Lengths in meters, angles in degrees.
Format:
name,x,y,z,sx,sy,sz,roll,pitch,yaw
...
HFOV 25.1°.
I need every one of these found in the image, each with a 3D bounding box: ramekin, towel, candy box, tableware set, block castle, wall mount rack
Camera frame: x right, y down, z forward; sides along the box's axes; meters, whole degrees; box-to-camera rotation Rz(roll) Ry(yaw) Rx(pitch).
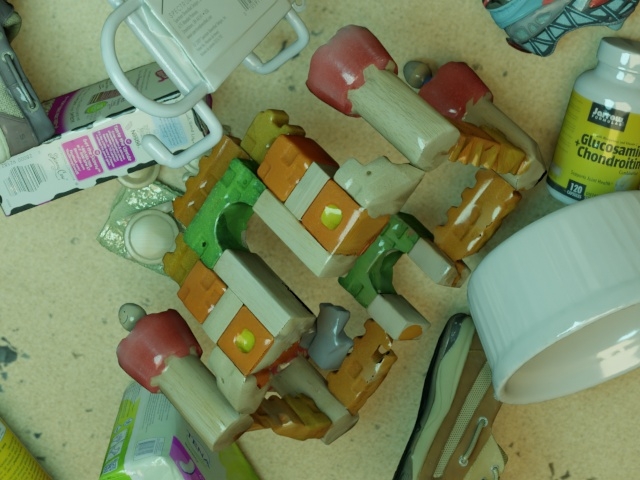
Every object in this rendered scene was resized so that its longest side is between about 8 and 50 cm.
name,x,y,z,sx,sy,sz,roll,pitch,yaw
ramekin,0.296,0.061,1.586,0.277,0.277,0.135,-25,67,8
towel,-0.176,-0.009,1.673,0.148,0.027,0.110,25,110,-11
candy box,-0.237,-0.119,1.557,0.233,0.159,0.071,-19,113,6
tableware set,-0.163,-0.054,1.635,0.141,0.020,0.169,-8,94,-8
block castle,0.000,0.000,1.540,0.213,0.303,0.453,45,110,27
wall mount rack,-0.168,-0.248,1.402,0.130,0.350,0.304,-27,107,40

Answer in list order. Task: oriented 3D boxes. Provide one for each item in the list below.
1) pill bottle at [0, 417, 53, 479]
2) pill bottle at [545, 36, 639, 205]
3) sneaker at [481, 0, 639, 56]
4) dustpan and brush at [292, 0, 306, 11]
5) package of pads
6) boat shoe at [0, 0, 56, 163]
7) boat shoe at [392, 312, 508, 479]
name,x,y,z,sx,sy,sz,roll,pitch,yaw
pill bottle,-0.391,0.316,1.735,0.136,0.136,0.246,-32,109,10
pill bottle,0.323,-0.128,1.602,0.103,0.103,0.184,11,111,-6
sneaker,0.309,-0.293,1.554,0.262,0.104,0.125,-28,125,15
dustpan and brush,-0.041,-0.350,1.524,0.147,0.060,0.211,-11,112,2
package of pads,-0.140,0.317,1.696,0.101,0.229,0.296,-24,111,10
boat shoe,-0.354,-0.214,1.486,0.092,0.103,0.285,-18,75,-17
boat shoe,0.158,0.246,1.661,0.120,0.122,0.324,19,76,2
